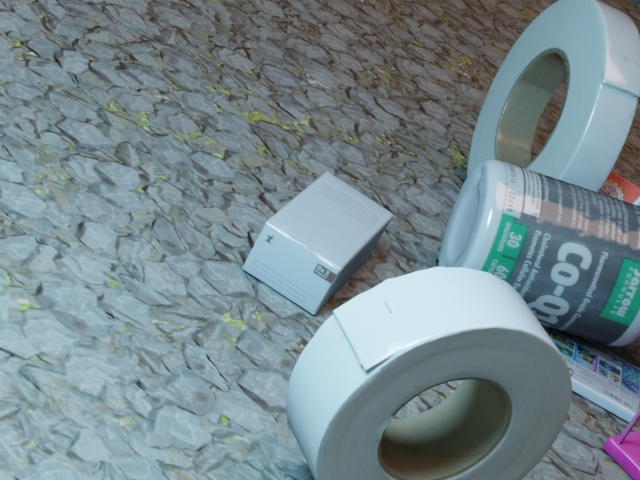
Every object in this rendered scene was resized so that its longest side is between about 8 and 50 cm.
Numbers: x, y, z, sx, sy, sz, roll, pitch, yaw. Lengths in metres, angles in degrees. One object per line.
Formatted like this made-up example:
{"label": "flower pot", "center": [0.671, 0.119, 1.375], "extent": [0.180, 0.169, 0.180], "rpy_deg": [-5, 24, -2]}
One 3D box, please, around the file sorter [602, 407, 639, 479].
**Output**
{"label": "file sorter", "center": [0.559, 0.257, 1.931], "extent": [0.291, 0.182, 0.202], "rpy_deg": [-2, 40, -47]}

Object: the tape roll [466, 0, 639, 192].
{"label": "tape roll", "center": [0.353, -0.186, 2.281], "extent": [0.072, 0.392, 0.392], "rpy_deg": [20, 28, -18]}

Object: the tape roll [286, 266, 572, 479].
{"label": "tape roll", "center": [0.111, 0.165, 1.530], "extent": [0.286, 0.286, 0.100], "rpy_deg": [12, 31, -31]}

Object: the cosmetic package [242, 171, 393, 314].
{"label": "cosmetic package", "center": [0.000, 0.000, 1.943], "extent": [0.117, 0.085, 0.231], "rpy_deg": [33, 28, 8]}

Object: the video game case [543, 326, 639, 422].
{"label": "video game case", "center": [0.375, 0.180, 2.070], "extent": [0.157, 0.019, 0.143], "rpy_deg": [29, 26, 2]}

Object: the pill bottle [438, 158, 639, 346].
{"label": "pill bottle", "center": [0.365, 0.030, 2.077], "extent": [0.361, 0.204, 0.204], "rpy_deg": [17, 28, -9]}

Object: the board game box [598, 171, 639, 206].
{"label": "board game box", "center": [0.497, -0.027, 2.359], "extent": [0.242, 0.064, 0.316], "rpy_deg": [30, -1, 1]}
